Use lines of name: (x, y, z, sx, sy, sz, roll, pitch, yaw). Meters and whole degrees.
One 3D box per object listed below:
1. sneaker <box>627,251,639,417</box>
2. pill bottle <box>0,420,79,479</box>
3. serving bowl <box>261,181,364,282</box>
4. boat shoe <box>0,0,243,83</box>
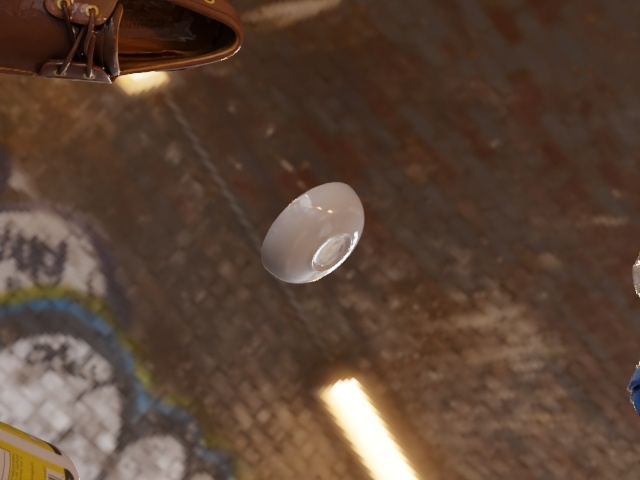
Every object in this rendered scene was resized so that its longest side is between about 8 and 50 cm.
sneaker: (0.249, 0.067, 1.076, 0.091, 0.126, 0.240, 46, -3, -7)
pill bottle: (-0.302, 0.192, 1.239, 0.119, 0.119, 0.208, 24, -9, 40)
serving bowl: (0.000, 0.000, 1.068, 0.027, 0.083, 0.083, 46, -14, 30)
boat shoe: (-0.119, -0.111, 0.760, 0.060, 0.178, 0.064, 46, -48, 45)
